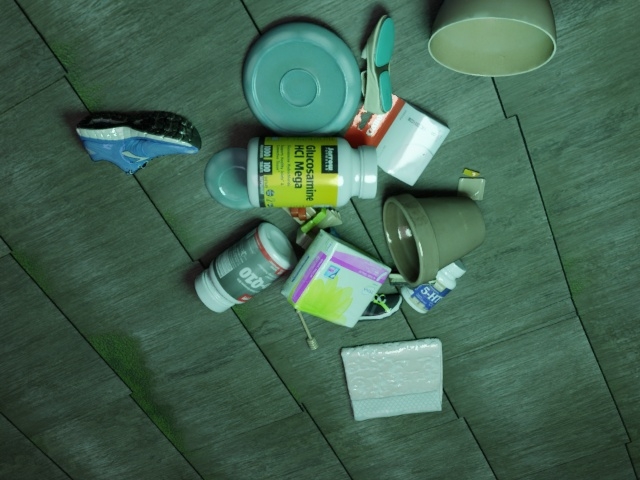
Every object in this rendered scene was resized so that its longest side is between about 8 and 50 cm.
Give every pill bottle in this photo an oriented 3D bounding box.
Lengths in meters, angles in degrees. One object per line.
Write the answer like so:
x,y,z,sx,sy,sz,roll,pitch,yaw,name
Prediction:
-0.023,-0.181,1.541,0.334,0.188,0.187,-1,118,-2,pill bottle
0.346,0.123,1.765,0.112,0.112,0.186,36,113,-17,pill bottle
-0.224,0.087,1.722,0.283,0.161,0.161,-36,112,18,pill bottle

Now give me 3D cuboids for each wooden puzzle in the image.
0.434,-0.150,1.672,0.079,0.014,0.116,9,118,1,wooden puzzle

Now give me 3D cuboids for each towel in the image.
0.253,0.480,1.993,0.332,0.053,0.316,-7,118,4,towel

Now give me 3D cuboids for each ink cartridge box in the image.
0.204,-0.283,1.580,0.232,0.066,0.189,25,116,-16,ink cartridge box

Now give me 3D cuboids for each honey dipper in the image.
-0.048,0.289,1.905,0.031,0.030,0.160,-18,115,10,honey dipper

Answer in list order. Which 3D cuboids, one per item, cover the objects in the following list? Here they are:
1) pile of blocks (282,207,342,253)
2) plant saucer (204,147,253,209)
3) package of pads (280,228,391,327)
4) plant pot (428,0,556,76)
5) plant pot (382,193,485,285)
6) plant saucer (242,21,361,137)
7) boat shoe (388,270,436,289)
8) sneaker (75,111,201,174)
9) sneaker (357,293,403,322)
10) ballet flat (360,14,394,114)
0.000,0.000,1.701,0.149,0.112,0.362,-17,117,10,pile of blocks
-0.238,-0.168,1.656,0.195,0.037,0.194,0,118,1,plant saucer
0.048,0.122,1.671,0.297,0.101,0.229,25,101,-47,package of pads
0.406,-0.530,1.349,0.284,0.284,0.190,10,83,-5,plant pot
0.327,-0.028,1.629,0.230,0.263,0.262,-18,118,-10,plant pot
-0.053,-0.398,1.503,0.318,0.043,0.317,4,121,6,plant saucer
0.273,0.122,1.722,0.152,0.056,0.049,7,105,37,boat shoe
-0.482,-0.260,1.576,0.330,0.129,0.147,4,129,6,sneaker
0.140,0.198,1.823,0.235,0.084,0.097,-15,116,8,sneaker
0.138,-0.444,1.479,0.086,0.086,0.248,-1,116,1,ballet flat
